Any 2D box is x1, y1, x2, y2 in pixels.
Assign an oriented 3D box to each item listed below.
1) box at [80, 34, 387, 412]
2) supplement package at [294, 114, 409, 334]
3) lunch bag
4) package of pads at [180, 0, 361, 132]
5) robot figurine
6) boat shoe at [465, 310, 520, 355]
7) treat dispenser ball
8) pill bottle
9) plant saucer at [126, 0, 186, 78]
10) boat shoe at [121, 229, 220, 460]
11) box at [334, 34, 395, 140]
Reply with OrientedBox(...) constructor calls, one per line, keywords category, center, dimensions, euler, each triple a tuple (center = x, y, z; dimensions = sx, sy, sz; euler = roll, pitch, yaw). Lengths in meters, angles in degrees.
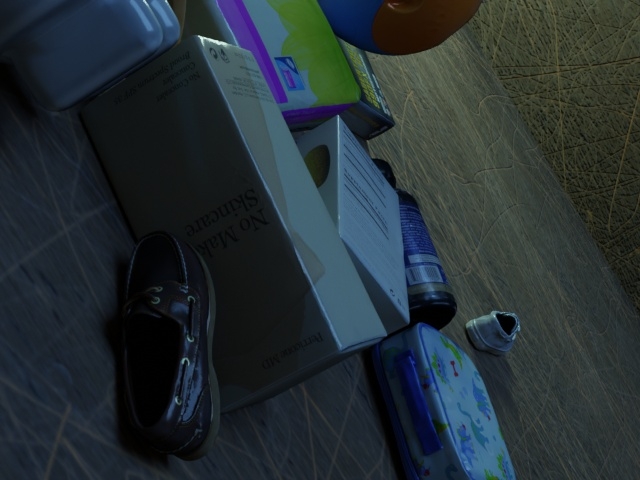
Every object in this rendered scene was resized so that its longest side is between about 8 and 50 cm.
OrientedBox(category="box", center=(-0.079, -0.014, 1.062), dimensions=(0.311, 0.148, 0.121), euler=(63, 20, 10))
OrientedBox(category="supplement package", center=(0.000, 0.000, 1.243), dimensions=(0.134, 0.139, 0.244), euler=(51, 21, -28))
OrientedBox(category="lunch bag", center=(0.145, 0.215, 1.380), dimensions=(0.176, 0.090, 0.219), euler=(33, 34, -54))
OrientedBox(category="package of pads", center=(-0.092, -0.267, 1.370), dimensions=(0.229, 0.101, 0.297), euler=(-17, 80, -55))
OrientedBox(category="robot figurine", center=(-0.253, -0.279, 0.906), dimensions=(0.353, 0.199, 0.300), euler=(58, 7, -10))
OrientedBox(category="boat shoe", center=(0.293, 0.143, 1.877), dimensions=(0.184, 0.063, 0.066), euler=(22, 43, -60))
OrientedBox(category="treat dispenser ball", center=(0.111, -0.417, 1.690), dimensions=(0.288, 0.288, 0.288), euler=(50, 23, -29))
OrientedBox(category="pill bottle", center=(0.080, 0.012, 1.444), dimensions=(0.123, 0.122, 0.219), euler=(27, 39, -57))
OrientedBox(category="plant saucer", center=(-0.190, -0.248, 1.079), dimensions=(0.037, 0.200, 0.200), euler=(-14, 73, -33))
OrientedBox(category="boat shoe", center=(-0.126, 0.073, 0.930), dimensions=(0.073, 0.073, 0.207), euler=(40, 29, -50))
OrientedBox(category="box", center=(0.020, -0.287, 1.800), dimensions=(0.183, 0.056, 0.231), euler=(24, 41, -60))
